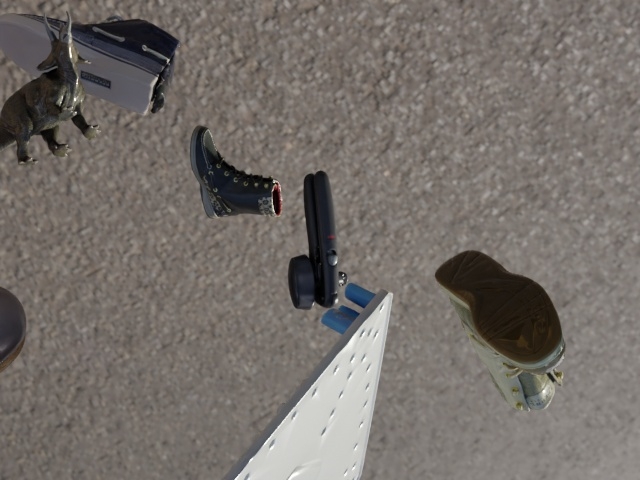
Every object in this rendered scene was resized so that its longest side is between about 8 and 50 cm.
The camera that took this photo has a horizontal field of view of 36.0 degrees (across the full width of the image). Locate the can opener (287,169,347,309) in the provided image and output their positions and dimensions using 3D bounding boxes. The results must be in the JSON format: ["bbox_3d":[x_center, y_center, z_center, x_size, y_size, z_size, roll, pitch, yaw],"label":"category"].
[{"bbox_3d":[0.000,0.000,1.307,0.073,0.059,0.186,3,89,-42],"label":"can opener"}]

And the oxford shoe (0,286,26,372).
[{"bbox_3d":[-0.352,0.079,0.743,0.133,0.129,0.364,-28,171,32],"label":"oxford shoe"}]

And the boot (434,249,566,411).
[{"bbox_3d":[0.204,0.113,1.001,0.077,0.213,0.165,-32,116,-4],"label":"boot"}]

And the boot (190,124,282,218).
[{"bbox_3d":[-0.185,-0.149,2.192,0.085,0.179,0.236,-63,151,-49],"label":"boot"}]

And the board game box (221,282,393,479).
[{"bbox_3d":[-0.055,0.288,1.100,0.390,0.050,0.389,-47,154,-39],"label":"board game box"}]

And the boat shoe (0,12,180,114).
[{"bbox_3d":[-0.430,-0.367,1.863,0.341,0.158,0.127,24,142,-6],"label":"boat shoe"}]

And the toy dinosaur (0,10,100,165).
[{"bbox_3d":[-0.479,-0.223,1.697,0.313,0.160,0.121,-43,149,21],"label":"toy dinosaur"}]
